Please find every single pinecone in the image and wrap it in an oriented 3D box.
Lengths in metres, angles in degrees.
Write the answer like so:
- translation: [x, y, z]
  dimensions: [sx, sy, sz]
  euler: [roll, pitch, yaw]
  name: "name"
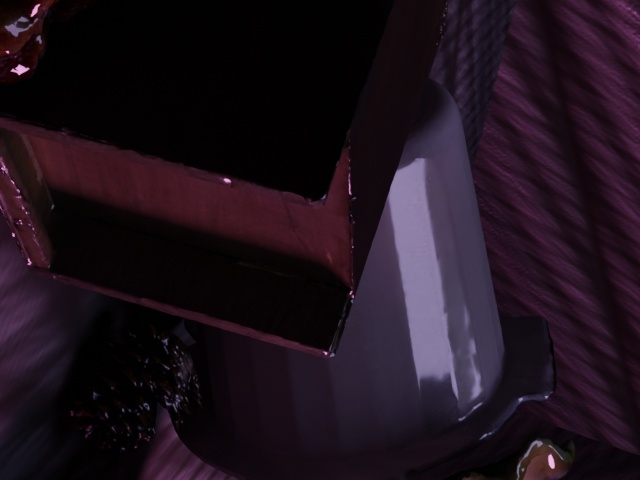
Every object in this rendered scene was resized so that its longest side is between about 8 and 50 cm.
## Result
- translation: [-0.115, 0.090, 0.946]
  dimensions: [0.083, 0.077, 0.077]
  euler: [-32, 156, -17]
  name: "pinecone"

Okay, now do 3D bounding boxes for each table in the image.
- translation: [-0.048, -0.083, 0.684]
  dimensions: [0.169, 0.172, 0.193]
  euler: [85, 22, -65]
  name: "table"

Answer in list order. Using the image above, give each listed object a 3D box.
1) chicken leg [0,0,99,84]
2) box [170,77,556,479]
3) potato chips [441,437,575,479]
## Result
- translation: [-0.124, -0.149, 0.445]
  dimensions: [0.177, 0.083, 0.322]
  euler: [-43, 158, -32]
  name: "chicken leg"
- translation: [0.000, 0.000, 1.022]
  dimensions: [0.262, 0.291, 0.206]
  euler: [-24, 122, -30]
  name: "box"
- translation: [-0.035, 0.240, 1.001]
  dimensions: [0.373, 0.097, 0.389]
  euler: [-34, -177, -43]
  name: "potato chips"
